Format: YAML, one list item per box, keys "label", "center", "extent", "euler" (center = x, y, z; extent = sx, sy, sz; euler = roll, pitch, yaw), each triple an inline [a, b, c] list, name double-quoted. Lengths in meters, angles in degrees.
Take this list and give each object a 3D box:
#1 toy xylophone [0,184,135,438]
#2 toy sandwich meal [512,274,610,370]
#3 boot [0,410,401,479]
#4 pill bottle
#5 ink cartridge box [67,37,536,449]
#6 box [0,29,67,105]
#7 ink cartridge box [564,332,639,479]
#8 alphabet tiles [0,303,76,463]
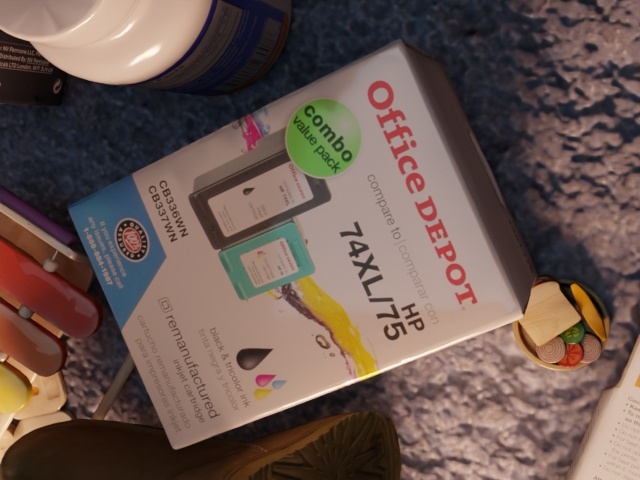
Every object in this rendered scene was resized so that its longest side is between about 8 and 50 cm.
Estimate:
- label: "toy xylophone"
  center: [-0.305, 0.113, 0.802]
  extent: [0.236, 0.081, 0.322]
  euler: [25, 99, 8]
- label: "toy sandwich meal"
  center: [0.194, 0.067, 0.686]
  extent: [0.086, 0.029, 0.085]
  euler: [2, 97, 17]
- label: "boot"
  center: [-0.098, 0.188, 0.729]
  extent: [0.270, 0.236, 0.089]
  euler: [-4, 84, 37]
- label: "pill bottle"
  center: [-0.132, -0.190, 0.628]
  extent: [0.153, 0.272, 0.152]
  euler: [2, 96, 17]
- label: "ink cartridge box"
  center: [0.000, 0.000, 0.649]
  extent: [0.270, 0.197, 0.198]
  euler: [-24, 89, 18]
- label: "box"
  center: [-0.359, -0.298, 0.732]
  extent: [0.297, 0.183, 0.293]
  euler: [20, 103, 12]
- label: "ink cartridge box"
  center: [0.346, 0.250, 0.643]
  extent: [0.324, 0.071, 0.329]
  euler: [22, 99, 14]
- label: "alphabet tiles"
  center: [-0.387, 0.174, 0.875]
  extent: [0.278, 0.021, 0.284]
  euler: [-16, 92, 12]
